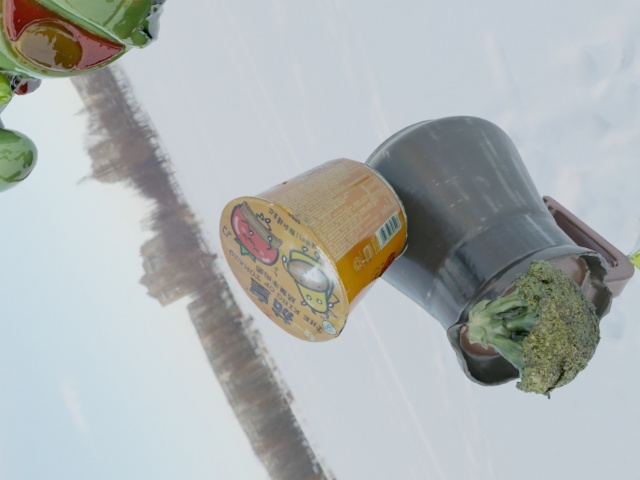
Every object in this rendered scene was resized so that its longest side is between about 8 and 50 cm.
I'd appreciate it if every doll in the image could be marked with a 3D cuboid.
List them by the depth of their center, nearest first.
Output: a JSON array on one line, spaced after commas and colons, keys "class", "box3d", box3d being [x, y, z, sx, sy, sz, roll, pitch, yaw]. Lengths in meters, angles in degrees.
[{"class": "doll", "box3d": [-0.241, -0.196, 0.465, 0.186, 0.322, 0.198, 48, -175, 11]}]

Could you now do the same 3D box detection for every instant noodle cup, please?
[{"class": "instant noodle cup", "box3d": [0.000, 0.000, 0.791, 0.215, 0.172, 0.216, 29, 138, 29]}]

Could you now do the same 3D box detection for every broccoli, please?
[{"class": "broccoli", "box3d": [0.205, 0.084, 0.583, 0.130, 0.120, 0.131, 5, -95, -74]}]

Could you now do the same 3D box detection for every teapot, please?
[{"class": "teapot", "box3d": [0.258, 0.010, 0.907, 0.362, 0.376, 0.306, -120, 33, -43]}]

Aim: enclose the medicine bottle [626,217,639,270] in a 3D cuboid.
[{"class": "medicine bottle", "box3d": [0.511, 0.043, 0.710, 0.250, 0.137, 0.141, 46, 133, 10]}]
